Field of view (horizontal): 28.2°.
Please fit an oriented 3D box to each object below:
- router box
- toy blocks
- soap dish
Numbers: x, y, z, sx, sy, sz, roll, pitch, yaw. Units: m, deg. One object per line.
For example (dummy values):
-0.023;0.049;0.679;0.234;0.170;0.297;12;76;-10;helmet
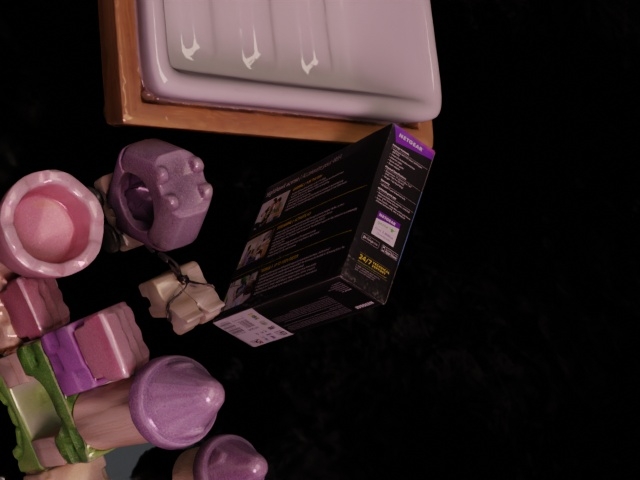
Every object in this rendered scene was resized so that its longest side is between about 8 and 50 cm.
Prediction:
0.000;0.000;0.960;0.046;0.179;0.133;33;61;-23;router box
-0.125;0.085;0.795;0.309;0.260;0.288;-24;92;-38;toy blocks
-0.047;-0.185;1.014;0.291;0.118;0.228;2;77;-36;soap dish
